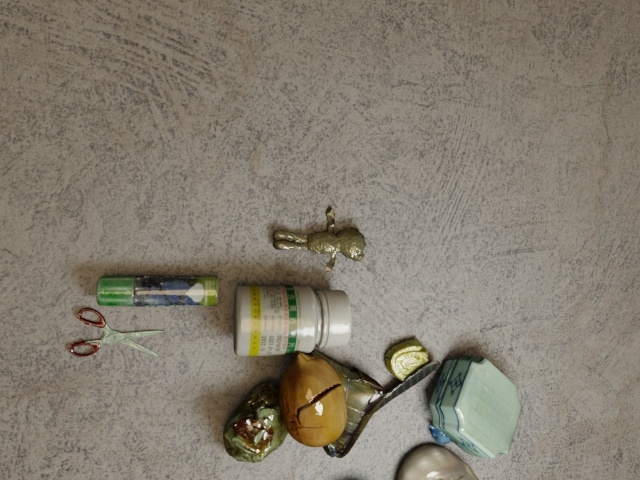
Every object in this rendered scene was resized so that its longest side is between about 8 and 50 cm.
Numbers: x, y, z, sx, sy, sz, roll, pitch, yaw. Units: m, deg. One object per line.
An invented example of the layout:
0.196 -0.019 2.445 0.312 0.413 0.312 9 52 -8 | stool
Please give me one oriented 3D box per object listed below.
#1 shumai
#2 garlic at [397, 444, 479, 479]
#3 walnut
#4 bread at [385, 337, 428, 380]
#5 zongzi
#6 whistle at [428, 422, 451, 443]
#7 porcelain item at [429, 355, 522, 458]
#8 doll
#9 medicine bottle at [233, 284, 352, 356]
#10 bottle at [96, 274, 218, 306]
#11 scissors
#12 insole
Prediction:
-0.184 0.576 1.286 0.189 0.218 0.256 34 84 -1 | shumai
0.359 0.881 1.481 0.340 0.246 0.231 -47 58 8 | garlic
-0.030 0.464 1.241 0.203 0.203 0.298 -20 105 -12 | walnut
0.302 0.412 1.473 0.156 0.064 0.118 -18 102 -14 | bread
0.023 0.521 1.388 0.300 0.138 0.286 32 93 0 | zongzi
0.451 0.690 1.517 0.157 0.090 0.090 28 86 -14 | whistle
0.530 0.568 1.461 0.286 0.157 0.281 40 62 -14 | porcelain item
0.004 0.015 1.364 0.285 0.091 0.203 -22 65 -23 | doll
-0.090 0.240 1.290 0.339 0.208 0.208 1 93 -14 | medicine bottle
-0.471 0.149 1.248 0.330 0.093 0.093 2 93 -14 | bottle
-0.601 0.290 1.264 0.247 0.017 0.144 13 91 -16 | scissors
0.286 0.511 1.467 0.309 0.012 0.110 -32 144 -7 | insole
